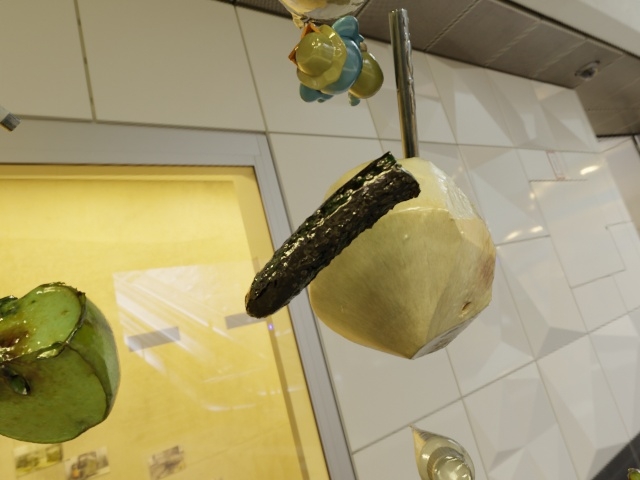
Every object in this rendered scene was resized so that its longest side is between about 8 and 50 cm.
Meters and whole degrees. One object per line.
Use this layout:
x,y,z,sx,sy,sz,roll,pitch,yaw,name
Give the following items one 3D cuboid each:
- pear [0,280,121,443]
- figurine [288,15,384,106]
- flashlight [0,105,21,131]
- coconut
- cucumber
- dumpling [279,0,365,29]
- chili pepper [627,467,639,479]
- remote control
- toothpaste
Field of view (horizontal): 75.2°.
-0.424,0.212,0.693,0.238,0.164,0.256,-19,-52,3,pear
0.041,-0.394,0.977,0.179,0.154,0.262,-18,-21,25,figurine
-0.377,-0.154,0.457,0.018,0.018,0.083,4,-30,39,flashlight
0.163,0.048,0.817,0.344,0.416,0.415,-41,-24,29,coconut
0.000,0.000,0.576,0.303,0.081,0.072,-40,-45,16,cucumber
0.001,-0.405,0.524,0.175,0.227,0.243,12,0,-41,dumpling
0.467,0.338,0.477,0.051,0.050,0.201,23,-7,-40,chili pepper
0.210,-0.352,1.019,0.044,0.378,0.107,-4,23,15,remote control
0.167,0.306,0.573,0.068,0.099,0.282,-13,-23,7,toothpaste
